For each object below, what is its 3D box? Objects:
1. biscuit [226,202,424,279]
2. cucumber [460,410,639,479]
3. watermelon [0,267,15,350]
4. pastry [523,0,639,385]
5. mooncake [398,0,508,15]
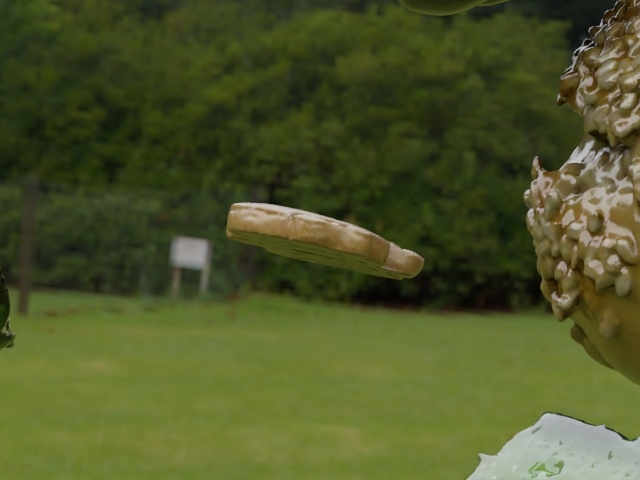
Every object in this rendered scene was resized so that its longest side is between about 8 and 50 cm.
[{"bbox_3d":[-0.003,-0.002,1.182,0.133,0.027,0.184,13,-4,25],"label":"biscuit"},{"bbox_3d":[0.104,0.108,0.476,0.078,0.062,0.211,-40,24,-18],"label":"cucumber"},{"bbox_3d":[-0.229,0.000,1.101,0.069,0.163,0.087,-23,9,31],"label":"watermelon"},{"bbox_3d":[0.240,-0.058,1.141,0.184,0.316,0.284,20,13,-14],"label":"pastry"},{"bbox_3d":[0.134,-0.240,1.181,0.245,0.133,0.245,-24,-1,-1],"label":"mooncake"}]
